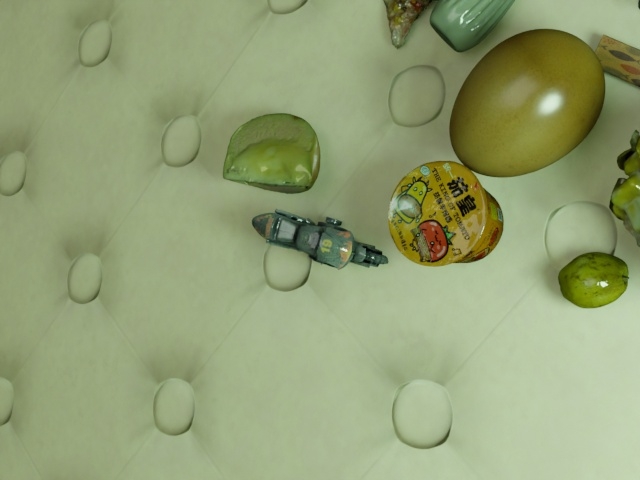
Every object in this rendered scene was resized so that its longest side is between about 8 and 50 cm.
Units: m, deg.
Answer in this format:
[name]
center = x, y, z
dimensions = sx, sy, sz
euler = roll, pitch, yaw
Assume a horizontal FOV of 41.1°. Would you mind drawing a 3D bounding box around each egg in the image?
[egg]
center = 0.395, -0.260, 1.654
dimensions = 0.322, 0.250, 0.250
euler = -39, 64, 16

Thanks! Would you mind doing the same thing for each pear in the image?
[pear]
center = 0.517, 0.076, 1.614
dimensions = 0.131, 0.107, 0.107
euler = -11, 77, 39

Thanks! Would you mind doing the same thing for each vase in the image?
[vase]
center = 0.350, -0.520, 1.808
dimensions = 0.248, 0.128, 0.128
euler = -44, 62, 9

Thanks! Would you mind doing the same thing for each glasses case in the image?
[glasses case]
center = 0.613, -0.337, 1.654
dimensions = 0.170, 0.041, 0.065
euler = 35, 113, 31

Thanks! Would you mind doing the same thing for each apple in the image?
[apple]
center = -0.097, -0.206, 2.052
dimensions = 0.265, 0.120, 0.193
euler = 7, 73, 31

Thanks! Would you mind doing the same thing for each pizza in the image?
[pizza]
center = 0.187, -0.538, 1.957
dimensions = 0.185, 0.052, 0.195
euler = 9, 88, 37

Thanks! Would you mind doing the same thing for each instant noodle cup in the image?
[instant noodle cup]
center = 0.270, -0.043, 1.751
dimensions = 0.215, 0.172, 0.216
euler = -6, 79, 32

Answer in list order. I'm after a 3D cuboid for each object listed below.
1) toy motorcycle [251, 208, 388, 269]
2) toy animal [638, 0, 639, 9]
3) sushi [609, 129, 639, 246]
[toy motorcycle]
center = 0.000, 0.000, 1.920
dimensions = 0.307, 0.173, 0.108
euler = 18, 94, 32
[toy animal]
center = 0.653, -0.527, 1.577
dimensions = 0.073, 0.176, 0.217
euler = 39, 105, 32
[sushi]
center = 0.678, -0.088, 1.425
dimensions = 0.328, 0.328, 0.285
euler = -18, 37, -8
